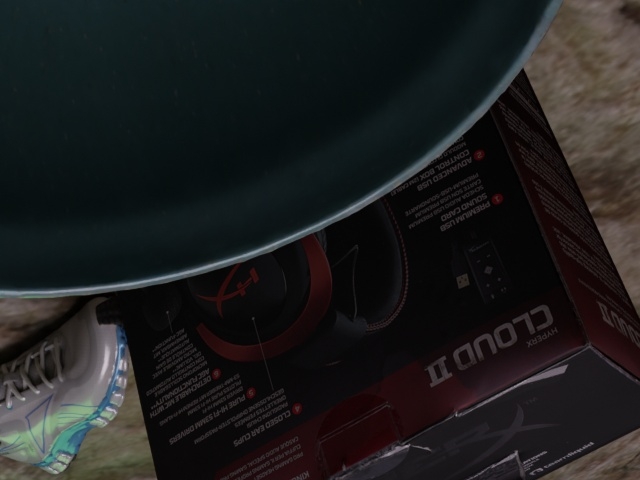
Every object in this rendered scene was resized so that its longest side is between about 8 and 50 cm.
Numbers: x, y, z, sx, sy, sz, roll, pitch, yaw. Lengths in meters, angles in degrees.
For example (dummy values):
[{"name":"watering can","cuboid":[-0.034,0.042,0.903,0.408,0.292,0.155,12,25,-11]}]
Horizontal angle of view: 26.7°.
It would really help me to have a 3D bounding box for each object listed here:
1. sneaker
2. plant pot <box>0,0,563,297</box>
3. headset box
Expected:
[{"name":"sneaker","cuboid":[-0.186,0.100,0.896,0.083,0.071,0.190,10,139,-28]},{"name":"plant pot","cuboid":[-0.083,-0.141,0.454,0.293,0.196,0.293,-12,147,-8]},{"name":"headset box","cuboid":[0.018,0.018,0.656,0.218,0.293,0.110,-32,145,20]}]
